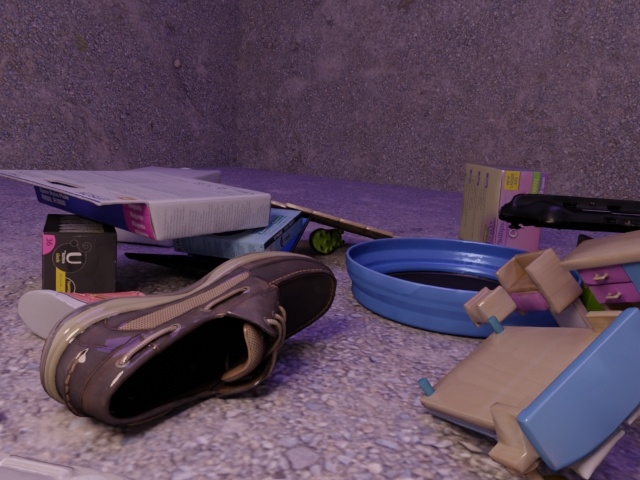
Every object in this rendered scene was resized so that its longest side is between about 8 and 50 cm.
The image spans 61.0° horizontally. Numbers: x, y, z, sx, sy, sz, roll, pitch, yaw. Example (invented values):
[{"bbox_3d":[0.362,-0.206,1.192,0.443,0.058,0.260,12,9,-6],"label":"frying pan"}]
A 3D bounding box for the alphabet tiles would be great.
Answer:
[{"bbox_3d":[0.040,-0.038,1.242,0.342,0.011,0.285,16,-1,1],"label":"alphabet tiles"}]

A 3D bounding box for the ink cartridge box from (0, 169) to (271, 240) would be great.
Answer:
[{"bbox_3d":[-0.308,-0.065,0.895,0.324,0.071,0.330,14,15,35],"label":"ink cartridge box"}]

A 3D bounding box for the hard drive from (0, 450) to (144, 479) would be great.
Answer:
[{"bbox_3d":[-0.130,0.201,0.244,0.339,0.064,0.237,5,11,13],"label":"hard drive"}]

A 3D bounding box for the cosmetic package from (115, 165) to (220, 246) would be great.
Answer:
[{"bbox_3d":[-0.413,-0.102,1.406,0.217,0.156,0.385,5,11,7],"label":"cosmetic package"}]

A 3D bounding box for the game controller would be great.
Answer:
[{"bbox_3d":[0.470,-0.033,0.908,0.319,0.067,0.166,2,16,-11],"label":"game controller"}]

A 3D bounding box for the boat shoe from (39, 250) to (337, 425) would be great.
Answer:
[{"bbox_3d":[-0.102,0.110,0.593,0.355,0.132,0.130,-19,33,-40],"label":"boat shoe"}]

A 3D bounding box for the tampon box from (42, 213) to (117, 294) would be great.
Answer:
[{"bbox_3d":[-0.376,0.030,0.851,0.101,0.120,0.161,0,12,-24],"label":"tampon box"}]

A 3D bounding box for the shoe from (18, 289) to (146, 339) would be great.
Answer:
[{"bbox_3d":[-0.293,0.097,0.710,0.178,0.063,0.081,11,12,10],"label":"shoe"}]

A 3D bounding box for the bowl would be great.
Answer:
[{"bbox_3d":[0.237,0.070,0.944,0.391,0.077,0.391,3,11,-1],"label":"bowl"}]

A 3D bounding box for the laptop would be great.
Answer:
[{"bbox_3d":[-0.187,-0.010,1.046,0.234,0.137,0.264,9,1,28],"label":"laptop"}]

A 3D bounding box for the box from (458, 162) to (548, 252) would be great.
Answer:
[{"bbox_3d":[0.464,-0.084,1.407,0.117,0.214,0.243,2,12,-6],"label":"box"}]

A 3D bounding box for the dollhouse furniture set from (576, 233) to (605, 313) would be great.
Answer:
[{"bbox_3d":[0.601,0.061,0.900,0.301,0.151,0.197,3,12,-2],"label":"dollhouse furniture set"}]

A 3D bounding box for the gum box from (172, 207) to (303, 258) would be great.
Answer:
[{"bbox_3d":[-0.147,-0.017,0.988,0.184,0.041,0.157,7,26,21],"label":"gum box"}]

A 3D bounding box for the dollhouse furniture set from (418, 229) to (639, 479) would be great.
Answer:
[{"bbox_3d":[0.247,0.159,0.554,0.303,0.198,0.286,-35,3,-20],"label":"dollhouse furniture set"}]

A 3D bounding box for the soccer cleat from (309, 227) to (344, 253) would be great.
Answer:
[{"bbox_3d":[0.000,0.000,1.279,0.072,0.060,0.179,-2,3,21],"label":"soccer cleat"}]
